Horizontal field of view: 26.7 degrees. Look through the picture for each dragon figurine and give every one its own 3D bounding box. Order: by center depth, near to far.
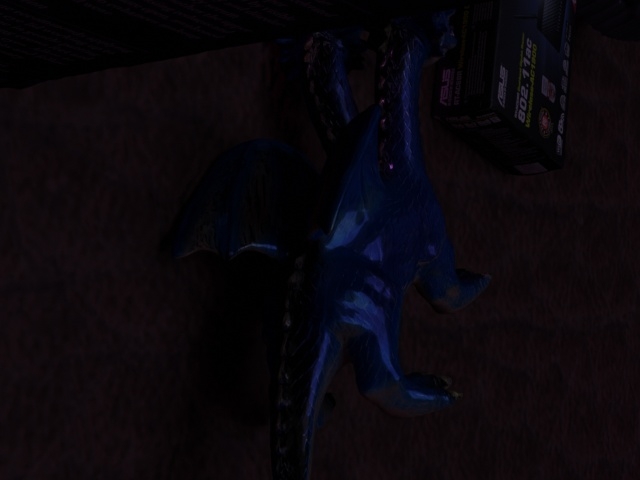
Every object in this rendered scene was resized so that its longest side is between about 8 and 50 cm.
[{"bbox_3d":[0.000,0.000,0.551,0.144,0.085,0.289,63,36,-25],"label":"dragon figurine"}]

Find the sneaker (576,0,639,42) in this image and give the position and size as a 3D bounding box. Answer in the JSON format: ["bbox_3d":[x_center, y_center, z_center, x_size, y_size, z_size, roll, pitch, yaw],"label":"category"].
[{"bbox_3d":[0.134,-0.253,0.789,0.319,0.112,0.131,45,33,-46],"label":"sneaker"}]

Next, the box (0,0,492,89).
[{"bbox_3d":[-0.057,-0.138,0.384,0.108,0.207,0.153,13,75,-54],"label":"box"}]

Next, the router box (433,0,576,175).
[{"bbox_3d":[0.107,-0.110,0.765,0.092,0.038,0.122,28,63,-50],"label":"router box"}]
